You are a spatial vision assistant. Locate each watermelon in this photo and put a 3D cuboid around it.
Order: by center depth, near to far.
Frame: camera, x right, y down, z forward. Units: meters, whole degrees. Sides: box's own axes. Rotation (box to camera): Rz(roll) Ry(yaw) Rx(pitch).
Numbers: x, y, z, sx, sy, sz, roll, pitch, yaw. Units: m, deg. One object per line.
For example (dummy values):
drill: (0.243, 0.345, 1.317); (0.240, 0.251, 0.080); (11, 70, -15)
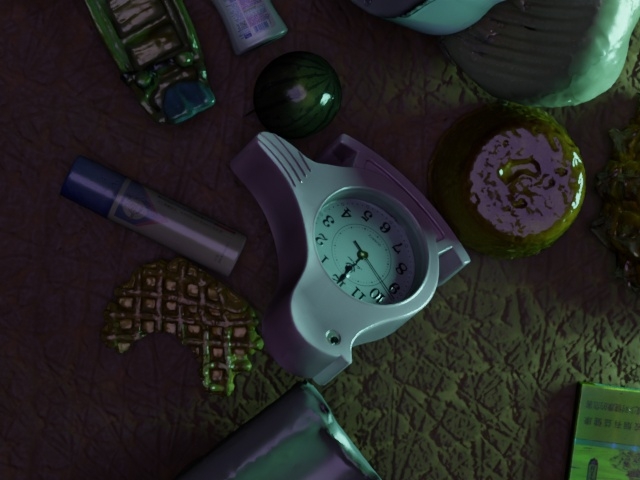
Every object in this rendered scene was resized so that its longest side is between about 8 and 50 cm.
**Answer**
watermelon: (-0.039, -0.172, 1.939); (0.133, 0.105, 0.105); (-22, 92, 21)

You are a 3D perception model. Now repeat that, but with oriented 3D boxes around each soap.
soap: (-0.126, 0.369, 1.839); (0.435, 0.350, 0.213); (-37, 85, -3)

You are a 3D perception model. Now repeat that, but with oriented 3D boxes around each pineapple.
pineapple: (0.419, -0.016, 1.930); (0.161, 0.158, 0.335); (-15, 93, -2)

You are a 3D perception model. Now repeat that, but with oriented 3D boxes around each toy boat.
toy boat: (-0.219, -0.270, 1.938); (0.111, 0.084, 0.276); (-28, 89, 1)

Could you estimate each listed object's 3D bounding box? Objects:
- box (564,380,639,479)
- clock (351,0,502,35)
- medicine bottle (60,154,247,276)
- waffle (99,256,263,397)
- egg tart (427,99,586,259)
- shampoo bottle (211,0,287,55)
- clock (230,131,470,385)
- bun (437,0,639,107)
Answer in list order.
box: (0.372, 0.281, 2.000); (0.121, 0.030, 0.193); (8, 92, -3)
clock: (0.131, -0.414, 1.833); (0.338, 0.102, 0.339); (-6, 80, 41)
medicine bottle: (-0.204, -0.030, 1.953); (0.230, 0.059, 0.059); (26, 90, -4)
waffle: (-0.170, 0.108, 1.963); (0.194, 0.051, 0.149); (37, 90, -8)
egg tart: (0.235, -0.076, 1.928); (0.202, 0.147, 0.203); (0, 89, -2)
shampoo bottle: (-0.093, -0.285, 1.959); (0.072, 0.043, 0.099); (-26, 92, -2)
clock: (0.000, 0.000, 1.886); (0.290, 0.080, 0.275); (47, 54, 0)
bun: (0.266, -0.293, 1.890); (0.272, 0.168, 0.273); (11, 108, 37)
